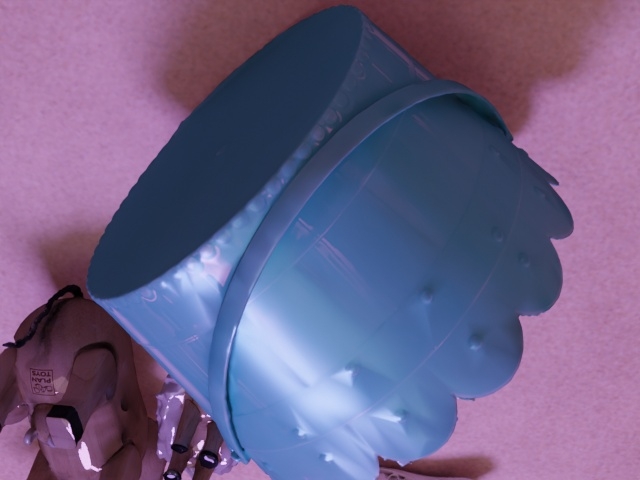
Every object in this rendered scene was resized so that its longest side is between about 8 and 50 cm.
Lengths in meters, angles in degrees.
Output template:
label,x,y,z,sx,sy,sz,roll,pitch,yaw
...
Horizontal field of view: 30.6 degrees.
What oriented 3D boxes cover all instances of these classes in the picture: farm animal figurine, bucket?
label,x,y,z,sx,sy,sz,roll,pitch,yaw
farm animal figurine,-0.205,0.171,0.967,0.330,0.172,0.326,14,128,6
bucket,0.000,0.000,0.740,0.281,0.281,0.183,-35,115,29

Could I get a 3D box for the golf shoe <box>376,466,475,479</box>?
label,x,y,z,sx,sy,sz,roll,pitch,yaw
golf shoe,0.056,0.239,1.060,0.186,0.067,0.086,-12,127,14
